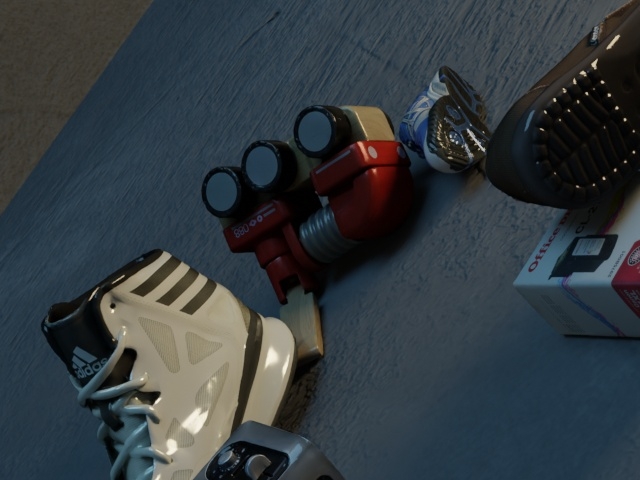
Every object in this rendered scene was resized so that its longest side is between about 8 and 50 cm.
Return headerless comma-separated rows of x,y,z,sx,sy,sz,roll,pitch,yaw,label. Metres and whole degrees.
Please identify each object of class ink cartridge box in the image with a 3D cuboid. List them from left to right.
0.259,0.011,1.449,0.127,0.072,0.175,-55,24,-20,ink cartridge box

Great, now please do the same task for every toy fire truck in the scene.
0.000,0.000,1.892,0.217,0.246,0.158,-31,-15,31,toy fire truck

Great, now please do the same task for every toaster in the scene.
-0.041,0.269,1.440,0.168,0.185,0.110,-47,23,-22,toaster

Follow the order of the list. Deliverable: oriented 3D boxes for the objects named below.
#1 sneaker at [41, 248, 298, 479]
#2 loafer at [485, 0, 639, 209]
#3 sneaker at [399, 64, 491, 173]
-0.185,0.199,1.658,0.169,0.257,0.447,-29,36,37,sneaker
0.269,-0.147,1.513,0.366,0.134,0.130,-32,12,-29,loafer
0.131,-0.114,1.904,0.081,0.080,0.211,-45,11,21,sneaker
